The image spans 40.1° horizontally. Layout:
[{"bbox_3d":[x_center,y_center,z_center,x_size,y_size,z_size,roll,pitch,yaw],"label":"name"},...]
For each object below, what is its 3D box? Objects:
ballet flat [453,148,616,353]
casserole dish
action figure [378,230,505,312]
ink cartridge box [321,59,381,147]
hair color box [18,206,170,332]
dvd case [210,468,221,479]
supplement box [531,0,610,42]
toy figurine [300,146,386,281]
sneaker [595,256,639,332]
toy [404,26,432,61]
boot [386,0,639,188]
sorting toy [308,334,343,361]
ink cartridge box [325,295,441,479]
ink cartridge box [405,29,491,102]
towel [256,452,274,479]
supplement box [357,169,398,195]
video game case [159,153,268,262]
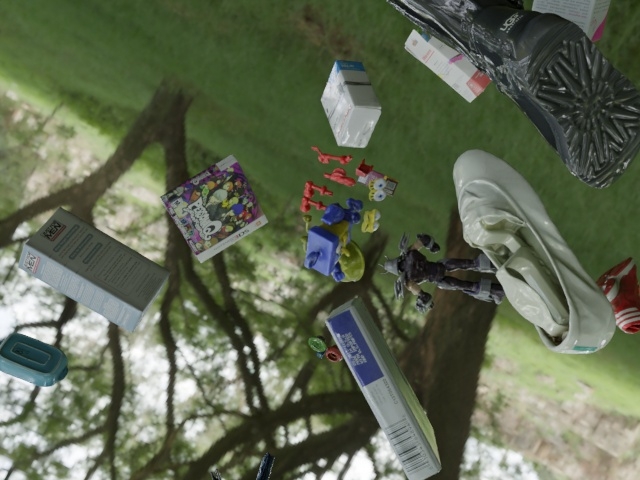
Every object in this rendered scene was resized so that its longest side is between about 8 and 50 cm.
[{"bbox_3d":[0.311,0.011,1.396,0.400,0.139,0.139,58,-165,23],"label":"ballet flat"},{"bbox_3d":[-0.701,0.283,2.121,0.188,0.037,0.114,21,-138,1],"label":"casserole dish"},{"bbox_3d":[0.271,0.075,1.967,0.285,0.185,0.099,7,170,0],"label":"action figure"},{"bbox_3d":[0.078,-0.354,2.277,0.082,0.139,0.190,3,-134,-21],"label":"ink cartridge box"},{"bbox_3d":[-0.644,0.083,2.507,0.375,0.113,0.185,31,-138,-3],"label":"hair color box"},{"bbox_3d":[-0.173,0.540,1.694,0.221,0.018,0.164,95,155,-66],"label":"dvd case"},{"bbox_3d":[0.455,-0.466,1.542,0.114,0.220,0.111,19,-154,27],"label":"supplement box"},{"bbox_3d":[0.000,0.000,1.949,0.191,0.217,0.362,24,136,14],"label":"toy figurine"},{"bbox_3d":[0.658,0.129,1.887,0.128,0.087,0.221,52,-138,3],"label":"sneaker"},{"bbox_3d":[0.339,-0.481,2.355,0.237,0.056,0.137,40,142,3],"label":"toy"},{"bbox_3d":[0.277,-0.298,1.393,0.367,0.146,0.445,43,-179,-44],"label":"boot"},{"bbox_3d":[0.016,0.280,2.314,0.102,0.061,0.042,38,-134,-5],"label":"sorting toy"},{"bbox_3d":[0.118,0.266,1.659,0.324,0.071,0.330,61,-177,3],"label":"ink cartridge box"},{"bbox_3d":[0.285,-0.400,1.909,0.198,0.067,0.115,40,172,-1],"label":"ink cartridge box"},{"bbox_3d":[-0.136,0.562,2.066,0.029,0.067,0.119,14,-154,1],"label":"towel"},{"bbox_3d":[0.142,-0.147,2.182,0.083,0.043,0.055,27,-173,40],"label":"supplement box"},{"bbox_3d":[-0.264,-0.077,2.213,0.042,0.210,0.232,50,168,44],"label":"video game case"}]
